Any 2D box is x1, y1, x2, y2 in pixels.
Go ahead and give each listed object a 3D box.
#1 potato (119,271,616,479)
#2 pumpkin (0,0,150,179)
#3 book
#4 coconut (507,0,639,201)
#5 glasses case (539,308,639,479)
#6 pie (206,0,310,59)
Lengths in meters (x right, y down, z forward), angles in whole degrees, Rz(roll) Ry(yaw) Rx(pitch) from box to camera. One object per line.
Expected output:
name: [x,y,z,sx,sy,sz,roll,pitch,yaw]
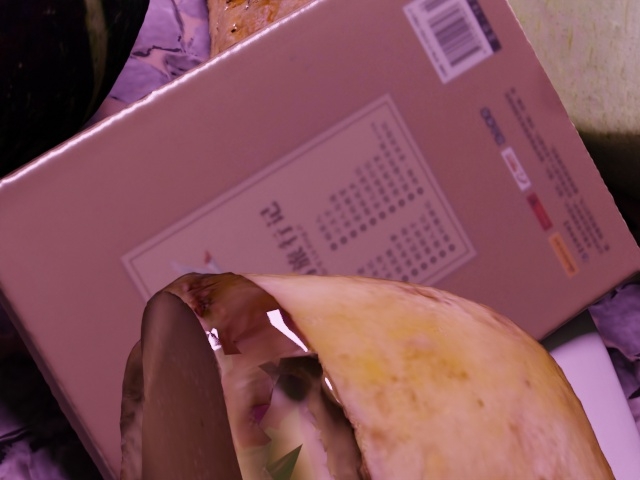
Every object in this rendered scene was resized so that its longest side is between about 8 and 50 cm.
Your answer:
potato: [0.040,0.144,0.852,0.242,0.242,0.285,-12,77,-26]
pumpkin: [-0.240,-0.157,0.954,0.323,0.241,0.323,9,55,-14]
book: [0.000,0.000,0.962,0.310,0.021,0.217,-32,98,-20]
coconut: [0.193,-0.170,1.099,0.328,0.328,0.281,14,22,-9]
glasses case: [0.124,0.091,1.021,0.074,0.049,0.193,-5,56,-21]
pie: [-0.004,-0.092,1.083,0.128,0.068,0.282,-20,61,17]
